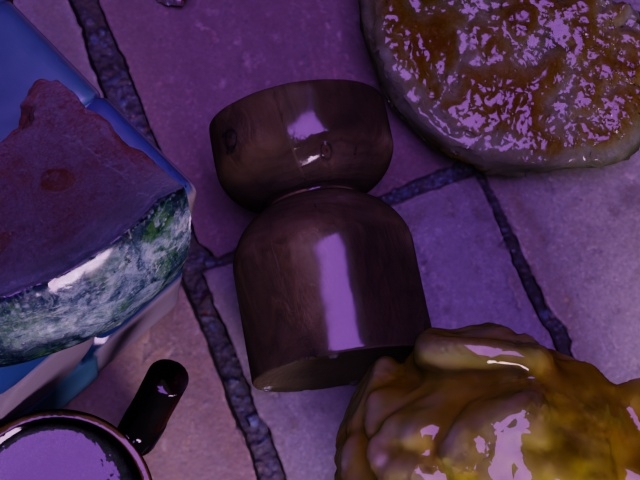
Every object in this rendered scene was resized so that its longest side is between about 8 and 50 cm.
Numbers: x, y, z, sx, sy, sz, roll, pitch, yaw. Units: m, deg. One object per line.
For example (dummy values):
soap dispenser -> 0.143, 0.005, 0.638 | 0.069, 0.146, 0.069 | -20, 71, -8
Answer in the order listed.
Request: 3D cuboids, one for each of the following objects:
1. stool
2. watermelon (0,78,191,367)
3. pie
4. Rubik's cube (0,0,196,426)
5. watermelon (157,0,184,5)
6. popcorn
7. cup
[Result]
stool -> 0.000, 0.000, 1.337 | 0.179, 0.179, 0.264 | -9, 74, -10
watermelon -> -0.241, -0.004, 0.990 | 0.318, 0.148, 0.226 | -3, 55, 5
pie -> 0.196, -0.222, 1.469 | 0.296, 0.078, 0.371 | -33, 87, -13
Rubik's cube -> -0.347, -0.001, 1.204 | 0.344, 0.347, 0.346 | 45, 73, 6
watermelon -> -0.204, -0.331, 1.487 | 0.098, 0.121, 0.158 | -21, 121, 1
popcorn -> 0.181, 0.220, 1.210 | 0.334, 0.292, 0.293 | 3, 91, -18
cup -> -0.198, 0.231, 1.238 | 0.239, 0.177, 0.166 | -26, 77, -14
